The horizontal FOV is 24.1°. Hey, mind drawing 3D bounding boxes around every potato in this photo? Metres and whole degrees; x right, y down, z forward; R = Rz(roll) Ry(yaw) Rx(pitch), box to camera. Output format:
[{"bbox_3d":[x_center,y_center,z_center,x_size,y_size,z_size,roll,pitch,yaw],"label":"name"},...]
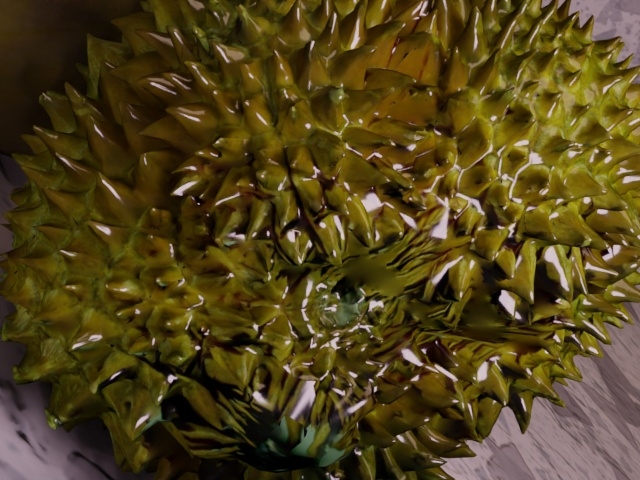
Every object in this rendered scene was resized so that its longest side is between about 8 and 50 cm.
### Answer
[{"bbox_3d":[-0.135,-0.114,0.701,0.200,0.154,0.137,14,39,-58],"label":"potato"}]

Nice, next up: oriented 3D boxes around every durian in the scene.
[{"bbox_3d":[-0.002,-0.001,0.633,0.291,0.291,0.224,33,9,-48],"label":"durian"}]

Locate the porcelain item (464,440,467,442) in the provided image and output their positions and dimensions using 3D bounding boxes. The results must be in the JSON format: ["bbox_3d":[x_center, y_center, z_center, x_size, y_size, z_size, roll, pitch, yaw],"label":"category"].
[{"bbox_3d":[0.058,0.079,0.982,0.136,0.021,0.075,47,30,-49],"label":"porcelain item"}]
